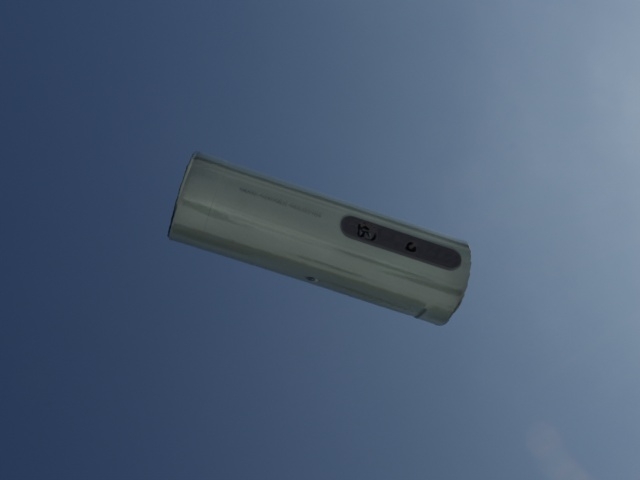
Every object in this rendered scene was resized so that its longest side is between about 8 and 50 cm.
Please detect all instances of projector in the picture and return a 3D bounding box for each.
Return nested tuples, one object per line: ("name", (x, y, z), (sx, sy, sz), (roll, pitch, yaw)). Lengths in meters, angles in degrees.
("projector", (0.000, 0.000, 0.863), (0.338, 0.108, 0.108), (18, -110, -8))
